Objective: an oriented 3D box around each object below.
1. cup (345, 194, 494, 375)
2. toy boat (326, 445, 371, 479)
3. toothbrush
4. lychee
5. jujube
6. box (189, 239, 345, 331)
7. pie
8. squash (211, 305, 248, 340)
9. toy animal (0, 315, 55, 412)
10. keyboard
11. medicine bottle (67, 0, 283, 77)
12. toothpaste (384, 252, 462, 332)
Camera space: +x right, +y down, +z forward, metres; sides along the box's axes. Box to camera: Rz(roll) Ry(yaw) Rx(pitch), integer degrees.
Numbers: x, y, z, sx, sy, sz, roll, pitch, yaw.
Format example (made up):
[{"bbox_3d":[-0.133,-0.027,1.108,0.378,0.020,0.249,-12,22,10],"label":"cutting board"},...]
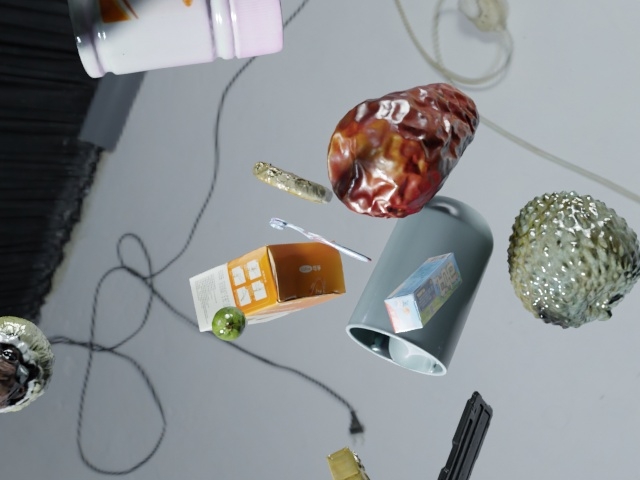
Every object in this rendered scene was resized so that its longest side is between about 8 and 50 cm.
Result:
[{"bbox_3d":[0.202,0.082,1.641,0.205,0.205,0.312,15,69,31],"label":"cup"},{"bbox_3d":[0.061,0.382,1.239,0.057,0.077,0.201,-26,114,-3],"label":"toy boat"},{"bbox_3d":[0.000,0.000,1.496,0.193,0.019,0.013,22,140,8],"label":"toothbrush"},{"bbox_3d":[0.488,0.037,1.661,0.255,0.255,0.274,-47,55,25],"label":"lychee"},{"bbox_3d":[0.155,-0.170,1.463,0.216,0.342,0.216,17,122,29],"label":"jujube"},{"bbox_3d":[-0.131,0.110,2.082,0.341,0.224,0.144,-24,76,45],"label":"box"},{"bbox_3d":[-0.062,-0.125,1.860,0.195,0.195,0.046,23,93,29],"label":"pie"},{"bbox_3d":[-0.132,0.122,1.249,0.052,0.183,0.052,0,83,-3],"label":"squash"},{"bbox_3d":[-0.328,0.121,0.828,0.137,0.098,0.098,1,94,21],"label":"toy animal"},{"bbox_3d":[0.247,0.400,1.514,0.016,0.106,0.262,8,62,37],"label":"keyboard"},{"bbox_3d":[-0.229,-0.379,1.353,0.315,0.202,0.202,-10,87,-8],"label":"medicine bottle"},{"bbox_3d":[0.150,0.079,1.183,0.044,0.193,0.070,-15,98,28],"label":"toothpaste"}]
